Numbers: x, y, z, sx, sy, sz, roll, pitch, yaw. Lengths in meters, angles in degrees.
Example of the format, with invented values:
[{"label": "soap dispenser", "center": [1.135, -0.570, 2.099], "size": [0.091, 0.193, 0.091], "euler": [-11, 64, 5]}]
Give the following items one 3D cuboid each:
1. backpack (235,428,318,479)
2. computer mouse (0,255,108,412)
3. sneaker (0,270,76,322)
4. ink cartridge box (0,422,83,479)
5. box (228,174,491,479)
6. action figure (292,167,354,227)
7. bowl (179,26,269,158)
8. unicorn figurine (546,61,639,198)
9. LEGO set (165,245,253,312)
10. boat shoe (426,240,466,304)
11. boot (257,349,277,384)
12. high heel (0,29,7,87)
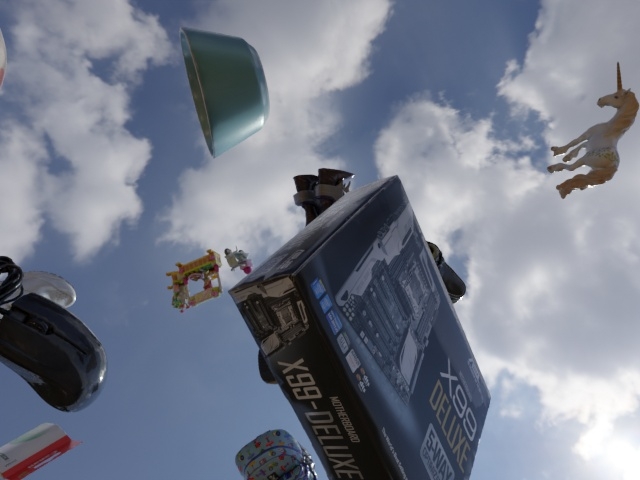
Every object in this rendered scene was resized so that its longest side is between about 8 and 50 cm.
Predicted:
[{"label": "backpack", "center": [-0.105, 0.526, 1.161], "size": [0.158, 0.117, 0.173], "euler": [-31, -53, -4]}, {"label": "computer mouse", "center": [-0.411, 0.163, 0.761], "size": [0.072, 0.189, 0.272], "euler": [-17, -50, 17]}, {"label": "sneaker", "center": [-0.699, 0.140, 1.121], "size": [0.129, 0.297, 0.111], "euler": [40, -65, 39]}, {"label": "ink cartridge box", "center": [-0.784, 0.568, 1.364], "size": [0.224, 0.181, 0.056], "euler": [-17, -84, 39]}, {"label": "box", "center": [0.068, 0.117, 0.513], "size": [0.076, 0.242, 0.308], "euler": [-16, -75, 35]}, {"label": "action figure", "center": [0.000, 0.000, 1.027], "size": [0.099, 0.185, 0.285], "euler": [9, -101, -33]}, {"label": "bowl", "center": [-0.227, -0.372, 1.240], "size": [0.163, 0.311, 0.312], "euler": [-16, -79, -15]}, {"label": "unicorn figurine", "center": [0.352, -0.125, 0.644], "size": [0.060, 0.162, 0.111], "euler": [26, -33, -28]}, {"label": "LEGO set", "center": [-0.288, 0.119, 1.173], "size": [0.287, 0.132, 0.107], "euler": [-33, -118, 30]}, {"label": "boat shoe", "center": [0.180, 0.037, 0.890], "size": [0.223, 0.080, 0.073], "euler": [36, -38, -12]}, {"label": "boot", "center": [-0.047, 0.215, 0.963], "size": [0.076, 0.198, 0.137], "euler": [-15, -54, 22]}, {"label": "high heel", "center": [-0.581, -0.339, 0.769], "size": [0.181, 0.127, 0.378], "euler": [15, -86, -26]}]
